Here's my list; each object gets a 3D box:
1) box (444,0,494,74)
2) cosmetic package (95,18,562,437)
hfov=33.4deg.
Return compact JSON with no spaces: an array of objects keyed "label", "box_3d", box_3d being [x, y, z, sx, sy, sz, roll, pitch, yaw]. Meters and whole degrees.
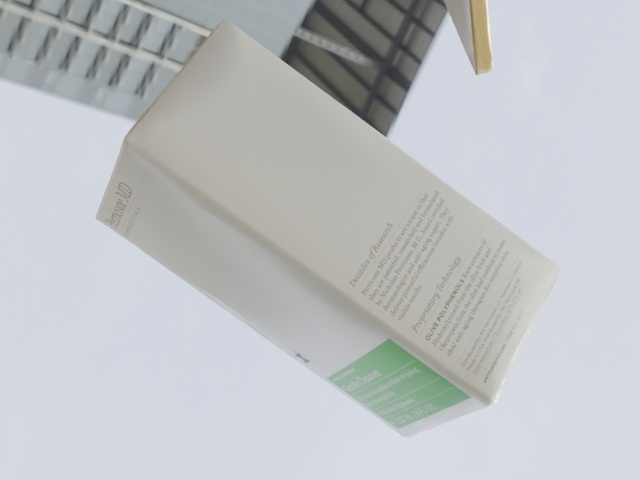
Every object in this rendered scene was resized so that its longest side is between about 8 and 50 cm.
[{"label":"box","box_3d":[0.132,-0.283,1.015,0.021,0.201,0.164,-11,-140,1]},{"label":"cosmetic package","box_3d":[0.000,0.000,0.951,0.155,0.365,0.197,-57,-176,-25]}]
